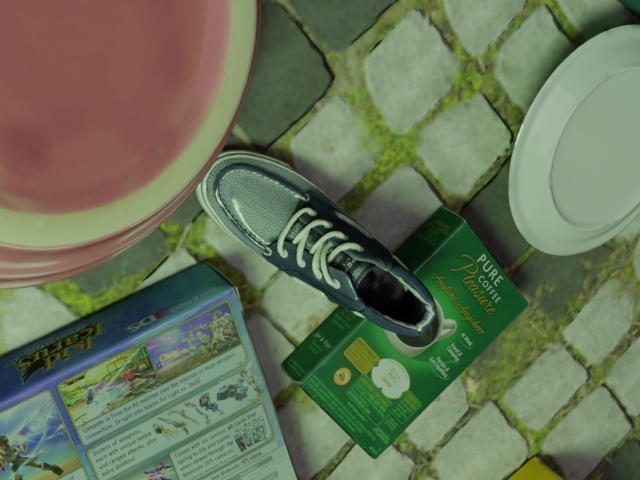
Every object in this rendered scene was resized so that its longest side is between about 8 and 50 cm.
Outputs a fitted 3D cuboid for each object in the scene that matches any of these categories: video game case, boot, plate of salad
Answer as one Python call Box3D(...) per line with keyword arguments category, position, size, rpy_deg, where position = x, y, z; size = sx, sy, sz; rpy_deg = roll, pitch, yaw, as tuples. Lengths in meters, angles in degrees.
Box3D(category="video game case", position=(-0.156, 0.179, 0.905), size=(0.269, 0.061, 0.244), rpy_deg=(-26, 121, -17))
Box3D(category="boot", position=(0.000, 0.000, 0.880), size=(0.190, 0.086, 0.069), rpy_deg=(32, 90, -20))
Box3D(category="plate of salad", position=(0.223, -0.082, 1.011), size=(0.199, 0.048, 0.200), rpy_deg=(-19, 126, -29))

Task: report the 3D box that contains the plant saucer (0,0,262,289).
Box3D(category="plant saucer", position=(-0.159, -0.126, 0.700), size=(0.332, 0.084, 0.332), rpy_deg=(-15, 114, -36))

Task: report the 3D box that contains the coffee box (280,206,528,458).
Box3D(category="coffee box", position=(0.071, 0.075, 0.996), size=(0.184, 0.040, 0.113), rpy_deg=(-45, 122, -4))

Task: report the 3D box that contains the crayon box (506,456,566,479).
Box3D(category="crayon box", position=(0.180, 0.435, 1.162), size=(0.313, 0.106, 0.363), rpy_deg=(-38, 123, -10))

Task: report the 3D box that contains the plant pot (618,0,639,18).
Box3D(category="plant pot", position=(0.317, -0.228, 0.939), size=(0.234, 0.165, 0.166), rpy_deg=(36, 91, -42))
